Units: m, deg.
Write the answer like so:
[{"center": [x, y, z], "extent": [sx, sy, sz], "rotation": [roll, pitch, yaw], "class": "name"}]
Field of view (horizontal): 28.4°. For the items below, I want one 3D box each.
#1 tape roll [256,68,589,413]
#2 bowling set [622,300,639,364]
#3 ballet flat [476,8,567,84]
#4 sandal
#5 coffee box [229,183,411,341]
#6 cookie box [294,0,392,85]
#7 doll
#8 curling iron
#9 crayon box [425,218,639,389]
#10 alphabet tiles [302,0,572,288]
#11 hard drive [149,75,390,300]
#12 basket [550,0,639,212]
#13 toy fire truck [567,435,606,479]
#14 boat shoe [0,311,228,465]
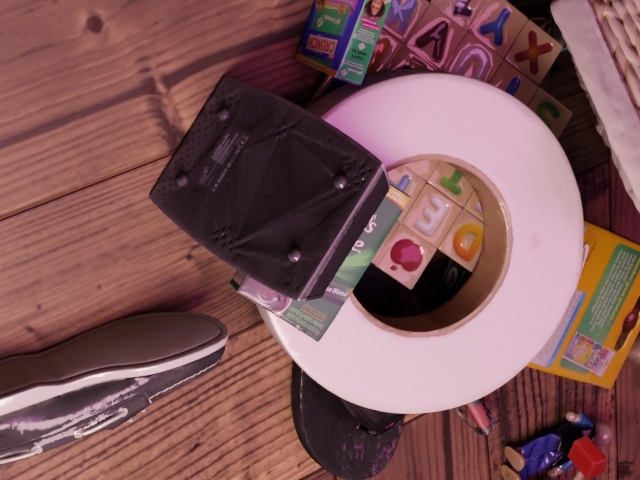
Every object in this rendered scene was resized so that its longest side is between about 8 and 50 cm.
[{"center": [0.110, 0.002, 1.419], "extent": [0.392, 0.072, 0.392], "rotation": [-3, 102, -17], "class": "tape roll"}, {"center": [0.530, 0.117, 1.824], "extent": [0.200, 0.287, 0.154], "rotation": [44, 74, -6], "class": "bowling set"}, {"center": [0.218, -0.225, 1.523], "extent": [0.188, 0.070, 0.070], "rotation": [-30, 125, -24], "class": "ballet flat"}, {"center": [0.057, 0.109, 1.518], "extent": [0.168, 0.107, 0.445], "rotation": [-13, 116, -31], "class": "sandal"}, {"center": [0.000, 0.000, 1.326], "extent": [0.113, 0.040, 0.184], "rotation": [34, 90, -20], "class": "coffee box"}, {"center": [0.025, -0.230, 1.353], "extent": [0.040, 0.092, 0.107], "rotation": [12, 103, -36], "class": "cookie box"}, {"center": [0.352, 0.307, 1.859], "extent": [0.189, 0.046, 0.129], "rotation": [-16, 130, -27], "class": "doll"}, {"center": [0.164, 0.158, 1.656], "extent": [0.035, 0.068, 0.274], "rotation": [-40, 123, -13], "class": "curling iron"}, {"center": [0.300, 0.064, 1.645], "extent": [0.323, 0.083, 0.203], "rotation": [19, 99, -40], "class": "crayon box"}, {"center": [0.129, -0.130, 1.454], "extent": [0.285, 0.011, 0.342], "rotation": [34, 86, -21], "class": "alphabet tiles"}, {"center": [-0.051, -0.053, 1.277], "extent": [0.054, 0.255, 0.172], "rotation": [31, 91, -49], "class": "hard drive"}, {"center": [0.463, -0.137, 1.459], "extent": [0.266, 0.331, 0.328], "rotation": [-25, 155, 12], "class": "basket"}, {"center": [0.334, 0.376, 1.838], "extent": [0.135, 0.047, 0.192], "rotation": [-21, 143, -24], "class": "toy fire truck"}, {"center": [-0.239, 0.155, 1.334], "extent": [0.303, 0.114, 0.091], "rotation": [-13, 117, -17], "class": "boat shoe"}]
